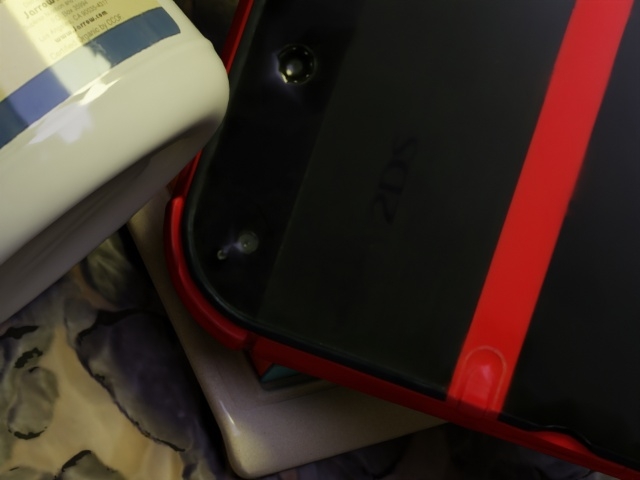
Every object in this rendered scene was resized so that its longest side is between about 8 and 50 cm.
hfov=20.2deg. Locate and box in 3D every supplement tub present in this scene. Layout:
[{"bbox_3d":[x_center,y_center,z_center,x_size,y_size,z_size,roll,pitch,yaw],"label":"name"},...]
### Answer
[{"bbox_3d":[-0.219,-0.117,0.836,0.316,0.228,0.228,50,49,2],"label":"supplement tub"}]

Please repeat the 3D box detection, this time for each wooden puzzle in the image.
[{"bbox_3d":[0.000,0.000,1.032,0.221,0.044,0.239,-11,70,-37],"label":"wooden puzzle"}]

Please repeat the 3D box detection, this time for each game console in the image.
[{"bbox_3d":[0.123,-0.090,0.944,0.342,0.060,0.386,19,86,-2],"label":"game console"}]
